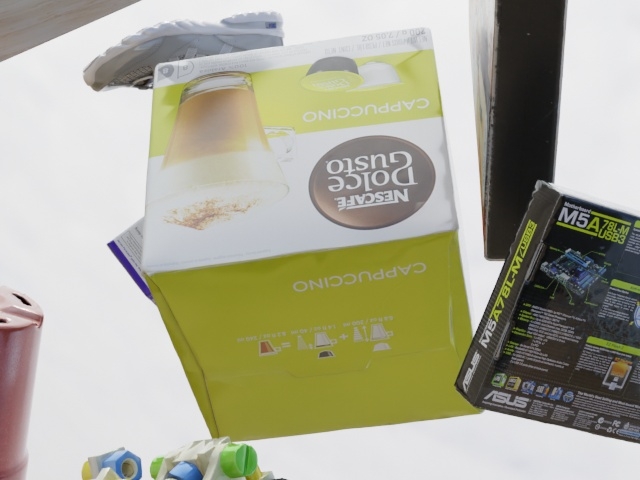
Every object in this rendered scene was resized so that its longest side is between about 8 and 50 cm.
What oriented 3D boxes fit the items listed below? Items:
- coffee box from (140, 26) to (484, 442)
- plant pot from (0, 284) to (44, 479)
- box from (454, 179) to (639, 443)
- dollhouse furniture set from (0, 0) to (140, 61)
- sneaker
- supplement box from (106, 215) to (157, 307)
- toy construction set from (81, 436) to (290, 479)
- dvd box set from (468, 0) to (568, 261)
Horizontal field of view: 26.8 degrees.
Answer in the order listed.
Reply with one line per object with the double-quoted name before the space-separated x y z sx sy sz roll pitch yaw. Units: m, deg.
"coffee box" 0.000 0.000 1.583 0.337 0.334 0.338 -8 -42 6
"plant pot" -0.480 0.195 1.719 0.272 0.265 0.272 15 12 -3
"box" 0.224 0.063 1.074 0.190 0.184 0.045 14 11 -24
"dollhouse furniture set" -0.262 -0.225 0.707 0.303 0.286 0.198 67 -16 -13
"sneaker" -0.160 -0.217 1.697 0.105 0.281 0.115 -15 -90 66
"supplement box" -0.172 -0.005 1.908 0.114 0.220 0.111 49 -5 25
"toy construction set" -0.098 0.316 1.202 0.151 0.215 0.328 3 -70 37
"dvd box set" 0.177 -0.226 1.252 0.062 0.420 0.308 0 -52 4
